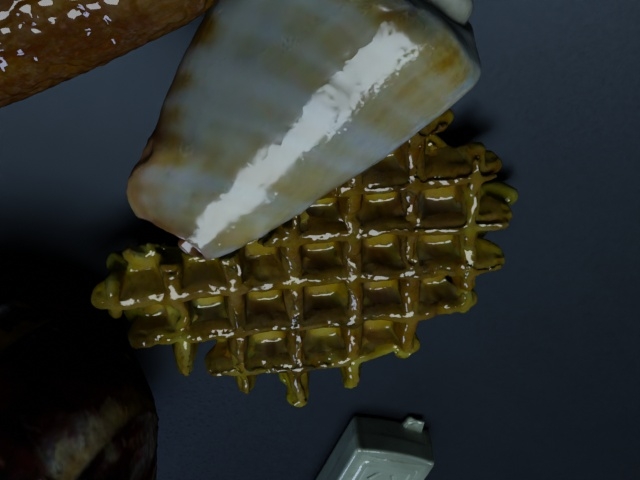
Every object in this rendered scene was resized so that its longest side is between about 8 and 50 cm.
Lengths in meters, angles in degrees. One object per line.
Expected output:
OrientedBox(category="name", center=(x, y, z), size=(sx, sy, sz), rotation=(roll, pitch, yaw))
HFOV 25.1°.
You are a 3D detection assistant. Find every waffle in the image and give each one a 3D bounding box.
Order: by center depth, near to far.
OrientedBox(category="waffle", center=(0.000, 0.000, 1.040), size=(0.260, 0.069, 0.293), rotation=(28, 122, -29))

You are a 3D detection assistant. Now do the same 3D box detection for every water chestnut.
OrientedBox(category="water chestnut", center=(-0.259, 0.173, 1.066), size=(0.300, 0.300, 0.300), rotation=(-2, 133, -2))

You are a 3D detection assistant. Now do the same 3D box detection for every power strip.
OrientedBox(category="power strip", center=(0.037, 0.220, 1.259), size=(0.075, 0.042, 0.175), rotation=(12, 131, -17))

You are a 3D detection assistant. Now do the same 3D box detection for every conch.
OrientedBox(category="conch", center=(0.000, -0.099, 0.847), size=(0.158, 0.127, 0.255), rotation=(38, 78, -11))

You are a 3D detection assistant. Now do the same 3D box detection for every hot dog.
OrientedBox(category="hot dog", center=(-0.182, -0.163, 0.836), size=(0.272, 0.122, 0.196), rotation=(-23, 133, 19))
